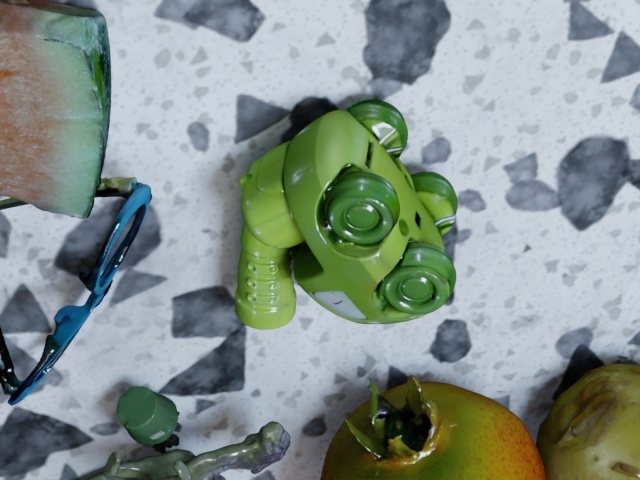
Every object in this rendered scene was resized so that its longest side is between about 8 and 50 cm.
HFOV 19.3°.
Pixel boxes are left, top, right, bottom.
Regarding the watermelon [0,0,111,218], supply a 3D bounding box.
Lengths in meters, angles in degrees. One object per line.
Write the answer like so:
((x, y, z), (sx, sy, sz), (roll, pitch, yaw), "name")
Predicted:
((-0.285, -0.128, 1.434), (0.256, 0.140, 0.193), (5, 130, -10), "watermelon")

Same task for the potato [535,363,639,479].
((0.316, 0.241, 1.877), (0.246, 0.196, 0.300), (-60, 155, -20), "potato")

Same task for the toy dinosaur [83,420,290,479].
((-0.155, 0.240, 1.756), (0.294, 0.077, 0.162), (-25, 154, 37), "toy dinosaur")

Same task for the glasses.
((-0.257, 0.028, 1.564), (0.207, 0.102, 0.239), (15, 120, -28), "glasses")

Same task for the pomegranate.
((0.103, 0.229, 1.768), (0.221, 0.221, 0.257), (-23, 134, 0), "pomegranate")

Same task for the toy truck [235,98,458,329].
((0.007, -0.015, 1.607), (0.210, 0.148, 0.187), (-8, 129, 14), "toy truck")

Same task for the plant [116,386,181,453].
((-0.152, 0.169, 1.746), (0.051, 0.051, 0.102), (-28, 152, 4), "plant")
